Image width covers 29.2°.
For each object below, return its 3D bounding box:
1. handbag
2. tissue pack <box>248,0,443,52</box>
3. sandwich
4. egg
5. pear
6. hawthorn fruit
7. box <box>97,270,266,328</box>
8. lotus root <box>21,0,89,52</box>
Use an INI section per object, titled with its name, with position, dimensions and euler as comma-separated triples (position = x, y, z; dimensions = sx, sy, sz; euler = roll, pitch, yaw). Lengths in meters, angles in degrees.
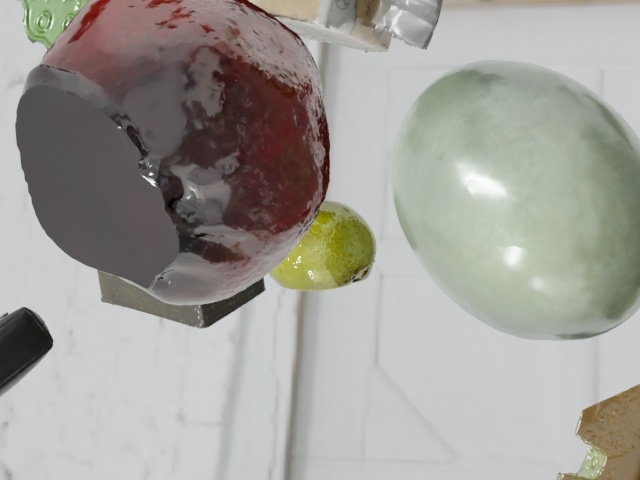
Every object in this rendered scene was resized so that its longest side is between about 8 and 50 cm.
[handbag]
position = -0.471, 0.188, 1.572
dimensions = 0.247, 0.223, 0.080
euler = -41, -78, -29
[tissue pack]
position = 0.051, -0.376, 1.383
dimensions = 0.238, 0.238, 0.305
euler = -4, -74, -78
[sandwich]
position = 0.378, 0.257, 1.547
dimensions = 0.236, 0.128, 0.122
euler = -69, -18, -4
[egg]
position = 0.209, -0.045, 1.263
dimensions = 0.352, 0.258, 0.258
euler = -129, 26, -52
[pear]
position = 0.000, 0.000, 1.508
dimensions = 0.141, 0.141, 0.104
euler = -49, -42, -72
[hawthorn fruit]
position = -0.093, -0.077, 0.849
dimensions = 0.250, 0.215, 0.215
euler = -90, -6, -59
[box]
position = -0.254, 0.036, 2.187
dimensions = 0.184, 0.273, 0.143
euler = -31, -56, -44
[lotus root]
position = -0.259, -0.302, 1.551
dimensions = 0.186, 0.186, 0.186
euler = 0, -90, -78
